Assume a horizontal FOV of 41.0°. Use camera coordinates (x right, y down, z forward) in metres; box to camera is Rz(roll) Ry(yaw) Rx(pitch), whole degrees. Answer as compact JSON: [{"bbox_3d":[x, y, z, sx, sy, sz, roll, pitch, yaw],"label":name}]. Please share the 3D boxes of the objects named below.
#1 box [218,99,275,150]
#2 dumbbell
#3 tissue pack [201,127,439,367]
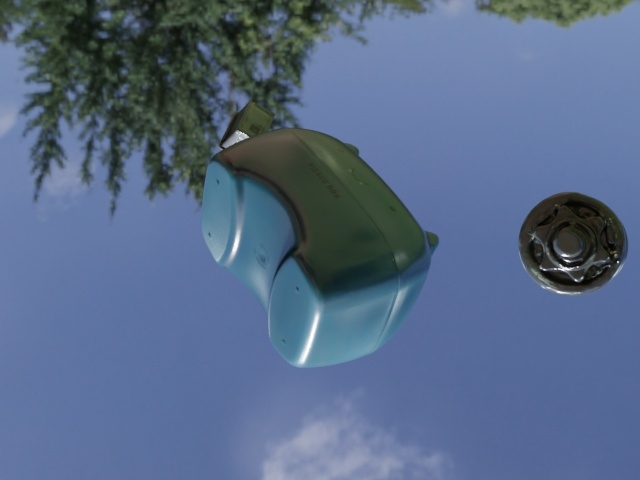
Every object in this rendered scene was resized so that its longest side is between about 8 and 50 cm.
[{"bbox_3d":[-0.117,-0.179,1.391,0.060,0.063,0.085,31,-127,-15],"label":"box"},{"bbox_3d":[0.209,0.004,0.697,0.081,0.082,0.254,12,-176,19],"label":"dumbbell"},{"bbox_3d":[0.000,0.000,1.047,0.206,0.198,0.287,-14,-132,-30],"label":"tissue pack"}]
